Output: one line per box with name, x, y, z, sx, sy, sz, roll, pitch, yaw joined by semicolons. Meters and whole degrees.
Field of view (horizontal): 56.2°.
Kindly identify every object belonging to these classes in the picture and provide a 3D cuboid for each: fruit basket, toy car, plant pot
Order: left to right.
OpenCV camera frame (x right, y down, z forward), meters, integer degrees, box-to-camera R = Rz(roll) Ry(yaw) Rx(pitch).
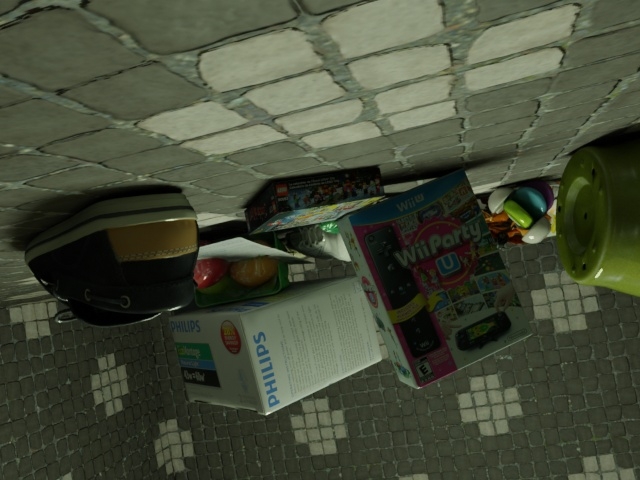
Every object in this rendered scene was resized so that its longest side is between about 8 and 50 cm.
fruit basket;-0.228;0.043;1.350;0.326;0.166;0.353;-12;161;22
toy car;0.510;-0.084;1.468;0.136;0.159;0.182;-49;163;17
plant pot;0.611;-0.038;1.015;0.352;0.367;0.366;1;177;1

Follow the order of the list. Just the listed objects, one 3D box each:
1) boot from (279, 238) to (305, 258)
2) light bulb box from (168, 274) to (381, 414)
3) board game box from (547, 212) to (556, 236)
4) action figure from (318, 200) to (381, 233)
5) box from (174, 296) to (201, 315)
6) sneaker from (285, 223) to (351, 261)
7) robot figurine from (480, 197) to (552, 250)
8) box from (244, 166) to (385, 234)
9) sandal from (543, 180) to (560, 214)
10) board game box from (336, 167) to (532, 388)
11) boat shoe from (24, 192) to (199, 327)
boot;-0.088;0.026;1.765;0.165;0.077;0.213;-12;-179;34
light bulb box;-0.113;0.238;1.455;0.360;0.226;0.357;-15;-178;-39
board game box;0.700;-0.089;1.736;0.142;0.145;0.275;-7;174;-44
action figure;0.072;-0.049;1.163;0.137;0.064;0.232;-11;-179;39
box;-0.284;0.190;1.879;0.343;0.313;0.178;-12;176;32
sneaker;0.000;0.000;1.431;0.129;0.111;0.297;2;169;-18
robot figurine;0.472;-0.056;1.626;0.290;0.085;0.211;-4;-146;-29
box;-0.019;-0.056;0.923;0.159;0.044;0.233;-10;176;-18
sandal;0.664;-0.092;1.540;0.265;0.076;0.102;9;162;14
board game box;0.189;0.062;1.020;0.223;0.304;0.097;-23;179;-10
boat shoe;-0.314;0.050;0.885;0.186;0.156;0.500;-10;178;-35
